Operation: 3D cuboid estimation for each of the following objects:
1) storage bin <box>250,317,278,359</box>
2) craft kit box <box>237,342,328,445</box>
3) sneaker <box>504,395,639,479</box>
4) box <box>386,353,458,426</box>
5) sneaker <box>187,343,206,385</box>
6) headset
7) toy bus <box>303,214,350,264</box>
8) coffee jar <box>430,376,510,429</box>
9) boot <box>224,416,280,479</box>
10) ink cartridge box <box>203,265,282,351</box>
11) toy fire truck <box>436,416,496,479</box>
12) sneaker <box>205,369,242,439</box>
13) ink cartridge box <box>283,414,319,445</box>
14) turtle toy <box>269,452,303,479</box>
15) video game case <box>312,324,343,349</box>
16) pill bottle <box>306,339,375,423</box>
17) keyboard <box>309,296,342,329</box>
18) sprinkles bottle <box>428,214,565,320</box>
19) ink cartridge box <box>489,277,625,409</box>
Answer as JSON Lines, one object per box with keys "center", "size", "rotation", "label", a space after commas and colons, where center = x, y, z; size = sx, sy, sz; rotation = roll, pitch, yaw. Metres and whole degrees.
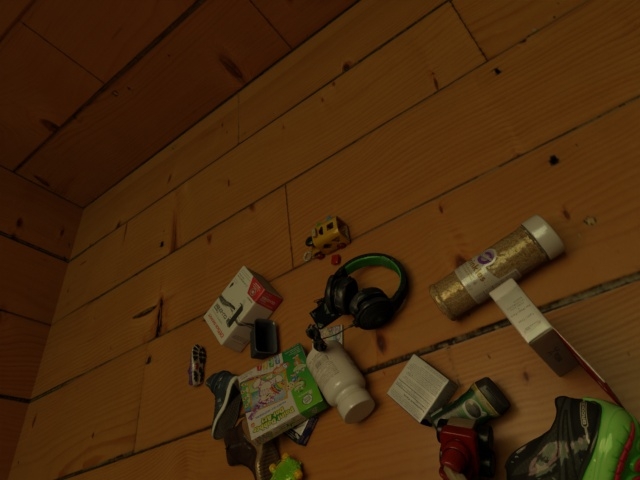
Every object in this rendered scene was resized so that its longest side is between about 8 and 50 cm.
{"center": [-0.212, 0.369, 1.636], "size": [0.091, 0.098, 0.135], "rotation": [-52, 35, 43], "label": "storage bin"}
{"center": [-0.130, 0.488, 1.437], "size": [0.250, 0.060, 0.246], "rotation": [-30, 42, -2], "label": "craft kit box"}
{"center": [0.474, 0.543, 0.911], "size": [0.482, 0.185, 0.202], "rotation": [-56, 25, -9], "label": "sneaker"}
{"center": [0.276, 0.406, 1.207], "size": [0.137, 0.072, 0.126], "rotation": [-54, 44, -3], "label": "box"}
{"center": [-0.516, 0.507, 1.811], "size": [0.071, 0.068, 0.169], "rotation": [-28, 49, 32], "label": "sneaker"}
{"center": [0.103, 0.179, 1.385], "size": [0.244, 0.185, 0.394], "rotation": [21, 60, 38], "label": "headset"}
{"center": [0.009, -0.009, 1.675], "size": [0.191, 0.104, 0.202], "rotation": [20, 77, 46], "label": "toy bus"}
{"center": [0.372, 0.425, 1.105], "size": [0.184, 0.079, 0.096], "rotation": [-41, 62, 12], "label": "coffee jar"}
{"center": [-0.230, 0.709, 1.450], "size": [0.207, 0.090, 0.248], "rotation": [-41, 50, 34], "label": "boot"}
{"center": [-0.310, 0.269, 1.755], "size": [0.272, 0.114, 0.197], "rotation": [-53, 44, 1], "label": "ink cartridge box"}
{"center": [0.308, 0.529, 0.937], "size": [0.159, 0.246, 0.216], "rotation": [-3, 99, 33], "label": "toy fire truck"}
{"center": [-0.366, 0.588, 1.619], "size": [0.164, 0.086, 0.226], "rotation": [5, 70, 45], "label": "sneaker"}
{"center": [-0.108, 0.568, 1.443], "size": [0.207, 0.046, 0.097], "rotation": [16, 73, 45], "label": "ink cartridge box"}
{"center": [-0.109, 0.709, 1.327], "size": [0.130, 0.066, 0.095], "rotation": [-34, 36, -18], "label": "turtle toy"}
{"center": [0.024, 0.338, 1.506], "size": [0.122, 0.011, 0.087], "rotation": [-20, 52, 30], "label": "video game case"}
{"center": [0.060, 0.422, 1.334], "size": [0.131, 0.131, 0.229], "rotation": [-46, 44, 6], "label": "pill bottle"}
{"center": [0.051, 0.222, 1.554], "size": [0.192, 0.038, 0.100], "rotation": [-37, 69, 15], "label": "keyboard"}
{"center": [0.475, 0.080, 1.217], "size": [0.356, 0.121, 0.121], "rotation": [-38, 45, 16], "label": "sprinkles bottle"}
{"center": [0.507, 0.240, 0.957], "size": [0.066, 0.296, 0.261], "rotation": [-40, 45, 14], "label": "ink cartridge box"}
